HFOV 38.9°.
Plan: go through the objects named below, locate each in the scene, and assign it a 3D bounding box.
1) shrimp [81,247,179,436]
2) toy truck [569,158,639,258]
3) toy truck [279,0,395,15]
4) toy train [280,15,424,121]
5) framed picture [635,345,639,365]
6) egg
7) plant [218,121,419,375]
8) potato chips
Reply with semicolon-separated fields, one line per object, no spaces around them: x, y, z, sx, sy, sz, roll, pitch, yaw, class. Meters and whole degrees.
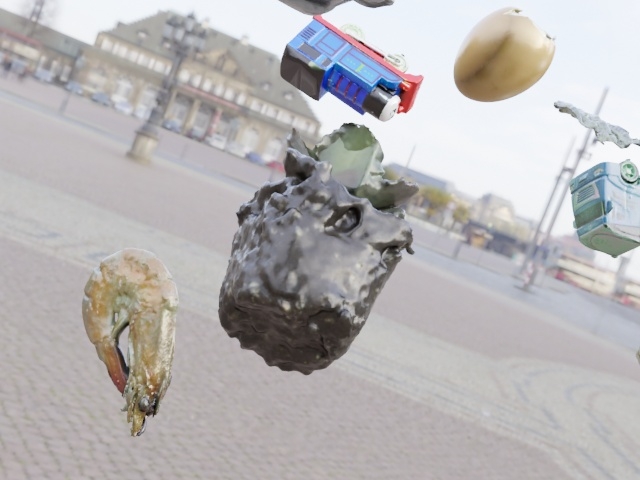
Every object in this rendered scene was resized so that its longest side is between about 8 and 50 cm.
-0.188;0.101;0.909;0.101;0.190;0.042;-8;-13;9;shrimp
0.328;-0.023;0.869;0.175;0.081;0.067;8;-18;-16;toy truck
0.043;-0.281;0.409;0.146;0.367;0.175;28;-12;-20;toy truck
0.049;-0.263;1.426;0.204;0.131;0.082;36;-30;11;toy train
0.177;0.020;0.192;0.018;0.231;0.293;29;22;-11;framed picture
0.169;-0.171;0.849;0.080;0.096;0.080;45;10;-10;egg
0.000;0.000;0.736;0.142;0.203;0.131;23;-39;-12;plant
0.384;-0.164;1.278;0.092;0.028;0.207;20;17;-9;potato chips
